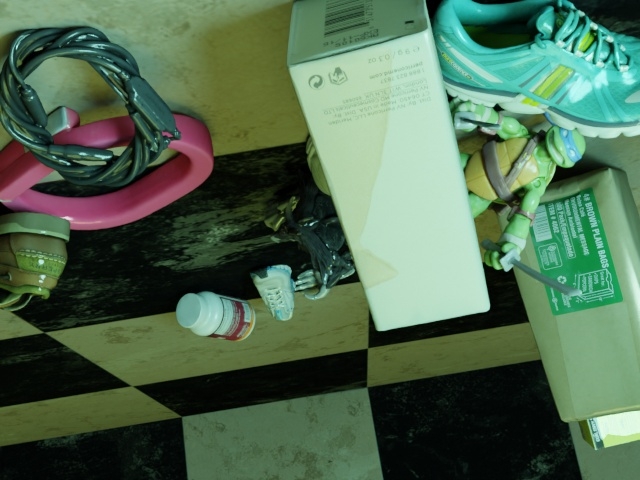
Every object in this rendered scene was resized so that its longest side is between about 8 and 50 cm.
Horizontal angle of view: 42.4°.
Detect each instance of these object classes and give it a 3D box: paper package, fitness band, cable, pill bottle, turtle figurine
[{"bbox_3d":[0.402,0.070,1.204,0.168,0.325,0.309,-17,176,23],"label":"paper package"},{"bbox_3d":[-0.259,-0.079,0.981,0.290,0.054,0.209,-23,157,36],"label":"fitness band"},{"bbox_3d":[-0.236,-0.129,0.804,0.150,0.047,0.184,-22,136,21],"label":"cable"},{"bbox_3d":[-0.202,0.144,1.579,0.086,0.086,0.152,-21,157,30],"label":"pill bottle"},{"bbox_3d":[0.177,-0.065,1.018,0.266,0.275,0.198,-21,124,40],"label":"turtle figurine"}]

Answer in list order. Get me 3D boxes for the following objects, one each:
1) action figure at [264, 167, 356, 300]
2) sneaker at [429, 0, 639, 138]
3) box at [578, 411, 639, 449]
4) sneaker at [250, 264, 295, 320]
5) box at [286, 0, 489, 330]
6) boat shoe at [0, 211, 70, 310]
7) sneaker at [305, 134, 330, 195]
[{"bbox_3d":[0.000,0.000,1.170,0.140,0.164,0.275,-25,161,26],"label":"action figure"},{"bbox_3d":[0.233,-0.173,0.787,0.275,0.107,0.110,10,152,12],"label":"sneaker"},{"bbox_3d":[0.495,0.242,1.194,0.232,0.058,0.087,-15,175,4],"label":"box"},{"bbox_3d":[-0.078,0.102,1.526,0.071,0.083,0.191,-11,159,9],"label":"sneaker"},{"bbox_3d":[0.072,-0.076,0.790,0.121,0.148,0.311,-12,125,10],"label":"box"},{"bbox_3d":[-0.433,0.039,1.092,0.110,0.105,0.307,11,165,-36],"label":"boat shoe"},{"bbox_3d":[0.055,-0.095,0.974,0.099,0.121,0.262,-1,159,-20],"label":"sneaker"}]
